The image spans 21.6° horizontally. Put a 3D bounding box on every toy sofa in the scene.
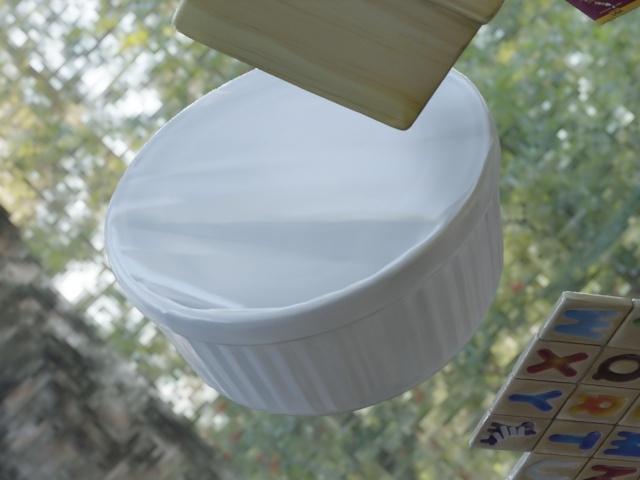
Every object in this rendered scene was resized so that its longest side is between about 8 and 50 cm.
[{"bbox_3d":[0.043,-0.255,0.977,0.177,0.150,0.362,-55,17,42],"label":"toy sofa"}]

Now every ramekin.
[{"bbox_3d":[0.000,0.000,1.136,0.273,0.273,0.127,-43,-46,-25],"label":"ramekin"}]

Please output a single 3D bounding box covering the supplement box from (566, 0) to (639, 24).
[{"bbox_3d":[0.180,-0.193,1.142,0.043,0.083,0.055,-23,47,47],"label":"supplement box"}]

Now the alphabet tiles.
[{"bbox_3d":[0.192,0.109,0.990,0.237,0.198,0.009,113,159,-50],"label":"alphabet tiles"}]
